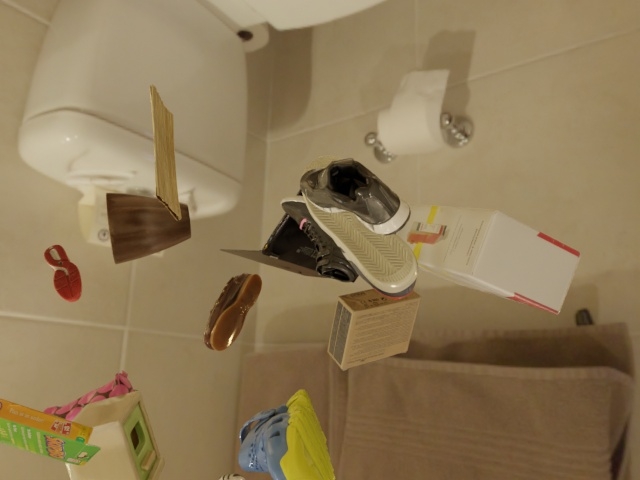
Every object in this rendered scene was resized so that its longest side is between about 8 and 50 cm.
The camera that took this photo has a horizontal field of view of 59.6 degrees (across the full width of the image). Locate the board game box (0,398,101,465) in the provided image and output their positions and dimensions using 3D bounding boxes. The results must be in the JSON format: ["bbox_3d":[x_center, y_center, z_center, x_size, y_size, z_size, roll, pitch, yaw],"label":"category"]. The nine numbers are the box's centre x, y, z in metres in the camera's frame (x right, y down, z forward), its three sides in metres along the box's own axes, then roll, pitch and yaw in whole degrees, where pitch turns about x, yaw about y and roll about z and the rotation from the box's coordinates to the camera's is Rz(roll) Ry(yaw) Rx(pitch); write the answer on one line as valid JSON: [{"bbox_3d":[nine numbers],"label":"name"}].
[{"bbox_3d":[-0.483,0.295,0.885,0.259,0.039,0.124,29,135,-18],"label":"board game box"}]

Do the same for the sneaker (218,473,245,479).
[{"bbox_3d":[-0.213,0.737,1.533,0.086,0.132,0.229,-19,138,15],"label":"sneaker"}]

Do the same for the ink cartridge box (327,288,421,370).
[{"bbox_3d":[0.147,0.233,1.539,0.234,0.193,0.088,-8,-148,-32],"label":"ink cartridge box"}]

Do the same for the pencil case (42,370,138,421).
[{"bbox_3d":[-0.529,0.380,1.271,0.209,0.098,0.095,-25,139,-4],"label":"pencil case"}]

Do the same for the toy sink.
[{"bbox_3d":[-0.402,0.449,1.120,0.131,0.234,0.153,-14,-174,-1],"label":"toy sink"}]

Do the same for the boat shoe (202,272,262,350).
[{"bbox_3d":[-0.200,0.153,1.209,0.073,0.207,0.073,-1,128,28],"label":"boat shoe"}]

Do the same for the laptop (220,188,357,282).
[{"bbox_3d":[-0.045,-0.015,1.824,0.381,0.236,0.408,19,113,-37],"label":"laptop"}]

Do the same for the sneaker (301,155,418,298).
[{"bbox_3d":[0.076,-0.019,1.144,0.131,0.350,0.148,-31,152,-1],"label":"sneaker"}]

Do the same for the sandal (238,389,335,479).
[{"bbox_3d":[-0.061,0.317,0.846,0.138,0.126,0.317,-21,171,-6],"label":"sandal"}]

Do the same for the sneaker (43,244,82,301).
[{"bbox_3d":[-0.785,0.122,1.760,0.087,0.221,0.128,-26,149,-13],"label":"sneaker"}]

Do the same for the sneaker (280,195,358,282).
[{"bbox_3d":[0.000,0.000,1.467,0.295,0.147,0.105,31,154,3],"label":"sneaker"}]

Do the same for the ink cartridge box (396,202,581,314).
[{"bbox_3d":[0.381,0.032,1.386,0.279,0.161,0.384,21,178,-23],"label":"ink cartridge box"}]

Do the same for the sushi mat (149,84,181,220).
[{"bbox_3d":[-0.393,-0.222,1.414,0.019,0.317,0.151,-10,160,4],"label":"sushi mat"}]

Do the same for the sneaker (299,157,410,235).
[{"bbox_3d":[0.031,-0.086,0.844,0.234,0.078,0.106,29,167,50],"label":"sneaker"}]

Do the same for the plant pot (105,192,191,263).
[{"bbox_3d":[-0.515,-0.049,1.694,0.230,0.216,0.215,-7,168,-17],"label":"plant pot"}]
